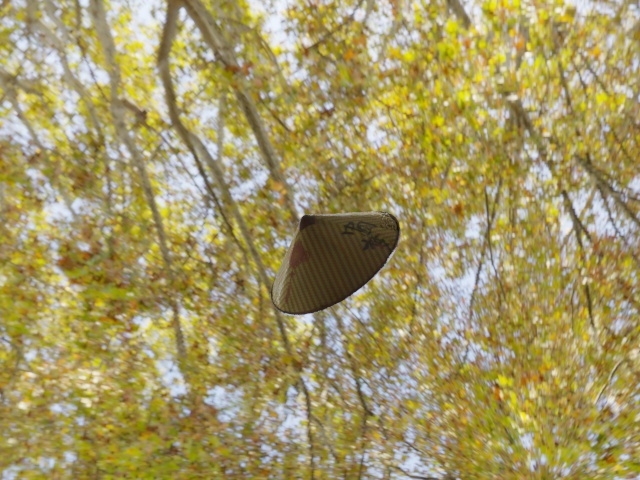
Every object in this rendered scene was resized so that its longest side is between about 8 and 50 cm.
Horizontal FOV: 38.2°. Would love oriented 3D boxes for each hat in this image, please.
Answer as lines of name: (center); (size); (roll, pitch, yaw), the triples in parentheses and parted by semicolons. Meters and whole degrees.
hat: (0.000, 0.000, 1.166); (0.193, 0.082, 0.193); (-27, -154, 14)
